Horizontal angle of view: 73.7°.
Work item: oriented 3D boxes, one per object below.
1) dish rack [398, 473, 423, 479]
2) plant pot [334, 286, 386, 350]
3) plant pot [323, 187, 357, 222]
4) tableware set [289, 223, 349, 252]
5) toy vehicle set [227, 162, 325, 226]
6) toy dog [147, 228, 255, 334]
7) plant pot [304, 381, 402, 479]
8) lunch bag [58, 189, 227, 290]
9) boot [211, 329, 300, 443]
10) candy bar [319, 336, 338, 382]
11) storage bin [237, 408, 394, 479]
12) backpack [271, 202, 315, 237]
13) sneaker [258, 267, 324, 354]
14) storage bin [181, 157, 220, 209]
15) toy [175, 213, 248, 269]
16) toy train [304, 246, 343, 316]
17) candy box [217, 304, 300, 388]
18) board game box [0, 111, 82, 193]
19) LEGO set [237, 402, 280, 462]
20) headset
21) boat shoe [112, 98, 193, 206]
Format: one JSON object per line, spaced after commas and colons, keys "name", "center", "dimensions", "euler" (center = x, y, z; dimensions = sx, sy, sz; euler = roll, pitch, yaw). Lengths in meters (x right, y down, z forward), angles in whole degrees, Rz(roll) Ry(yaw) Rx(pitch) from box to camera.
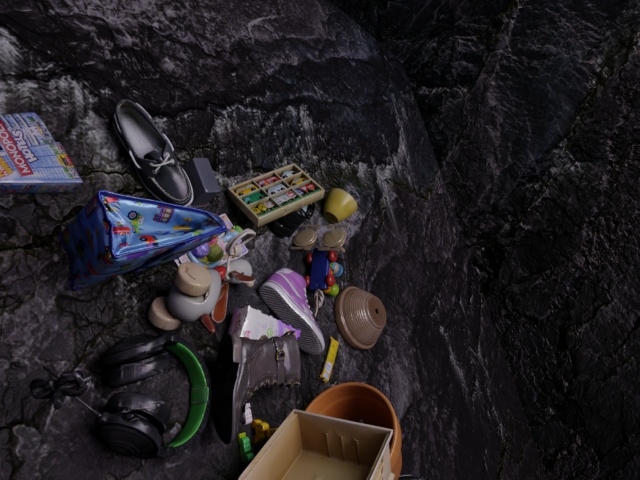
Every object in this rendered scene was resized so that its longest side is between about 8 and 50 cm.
{"name": "dish rack", "center": [0.278, 0.901, 1.356], "dimensions": [0.208, 0.074, 0.272], "euler": [23, 53, -42]}
{"name": "plant pot", "center": [0.166, 0.275, 1.569], "dimensions": [0.237, 0.109, 0.237], "euler": [30, 47, -40]}
{"name": "plant pot", "center": [0.066, -0.126, 1.691], "dimensions": [0.134, 0.134, 0.095], "euler": [46, 63, -24]}
{"name": "tableware set", "center": [0.000, 0.000, 1.474], "dimensions": [0.128, 0.194, 0.039], "euler": [-66, 146, -40]}
{"name": "toy vehicle set", "center": [-0.138, -0.151, 1.357], "dimensions": [0.266, 0.035, 0.166], "euler": [-28, 58, -34]}
{"name": "toy dog", "center": [-0.250, 0.133, 1.063], "dimensions": [0.161, 0.220, 0.333], "euler": [44, 43, 11]}
{"name": "plant pot", "center": [0.101, 0.572, 1.175], "dimensions": [0.203, 0.290, 0.291], "euler": [59, 32, -36]}
{"name": "lunch bag", "center": [-0.370, -0.004, 0.943], "dimensions": [0.293, 0.221, 0.138], "euler": [-7, 75, -50]}
{"name": "boot", "center": [-0.137, 0.345, 1.041], "dimensions": [0.229, 0.091, 0.263], "euler": [17, 68, -41]}
{"name": "candy bar", "center": [0.030, 0.388, 1.400], "dimensions": [0.040, 0.018, 0.161], "euler": [44, 40, -20]}
{"name": "storage bin", "center": [-0.002, 0.519, 0.930], "dimensions": [0.260, 0.262, 0.123], "euler": [-30, 118, -60]}
{"name": "backpack", "center": [-0.095, -0.115, 1.455], "dimensions": [0.115, 0.152, 0.182], "euler": [42, 34, -22]}
{"name": "sneaker", "center": [-0.056, 0.209, 1.334], "dimensions": [0.282, 0.102, 0.161], "euler": [57, 32, -9]}
{"name": "storage bin", "center": [-0.348, -0.166, 1.198], "dimensions": [0.098, 0.091, 0.135], "euler": [-15, 80, -55]}
{"name": "toy", "center": [-0.298, 0.012, 1.182], "dimensions": [0.137, 0.056, 0.237], "euler": [60, 35, -4]}
{"name": "toy train", "center": [0.017, 0.161, 1.475], "dimensions": [0.143, 0.105, 0.248], "euler": [44, 45, -53]}
{"name": "candy box", "center": [-0.160, 0.289, 1.151], "dimensions": [0.196, 0.070, 0.165], "euler": [35, 55, -34]}
{"name": "board game box", "center": [-0.630, -0.170, 0.864], "dimensions": [0.194, 0.060, 0.194], "euler": [61, 34, -5]}
{"name": "LEGO set", "center": [-0.142, 0.501, 1.041], "dimensions": [0.087, 0.093, 0.227], "euler": [9, 61, -50]}
{"name": "headset", "center": [-0.346, 0.291, 0.832], "dimensions": [0.394, 0.185, 0.244], "euler": [32, 44, -53]}
{"name": "boat shoe", "center": [-0.432, -0.217, 1.095], "dimensions": [0.114, 0.091, 0.303], "euler": [-41, 98, -24]}
